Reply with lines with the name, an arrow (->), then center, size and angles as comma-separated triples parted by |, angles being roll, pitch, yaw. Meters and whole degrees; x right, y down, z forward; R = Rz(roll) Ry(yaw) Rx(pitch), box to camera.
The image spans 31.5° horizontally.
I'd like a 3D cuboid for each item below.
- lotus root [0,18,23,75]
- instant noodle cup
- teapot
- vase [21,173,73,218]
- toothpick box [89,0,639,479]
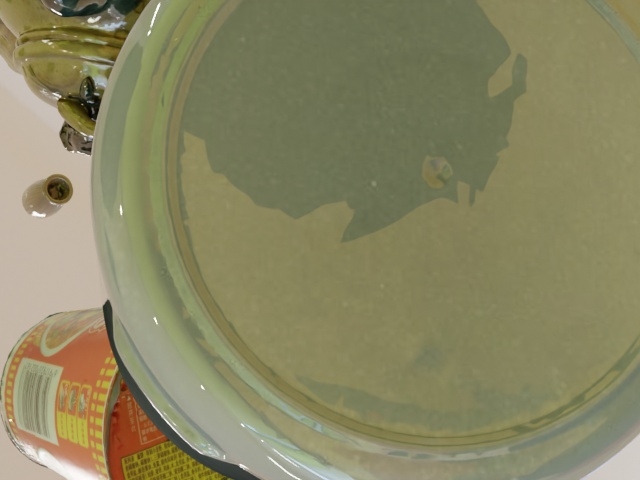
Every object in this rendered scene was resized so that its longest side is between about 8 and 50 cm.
lotus root -> -0.268, -0.208, 1.083 | 0.080, 0.179, 0.089 | -44, -77, -25
instant noodle cup -> -0.133, 0.124, 0.849 | 0.193, 0.212, 0.193 | 0, -90, -41
teapot -> -0.135, -0.142, 0.745 | 0.269, 0.173, 0.182 | 82, -165, -81
vase -> -0.378, -0.063, 1.580 | 0.053, 0.100, 0.053 | 5, -100, -28
toothpick box -> 0.000, 0.000, 0.559 | 0.355, 0.263, 0.263 | 133, 126, -74
